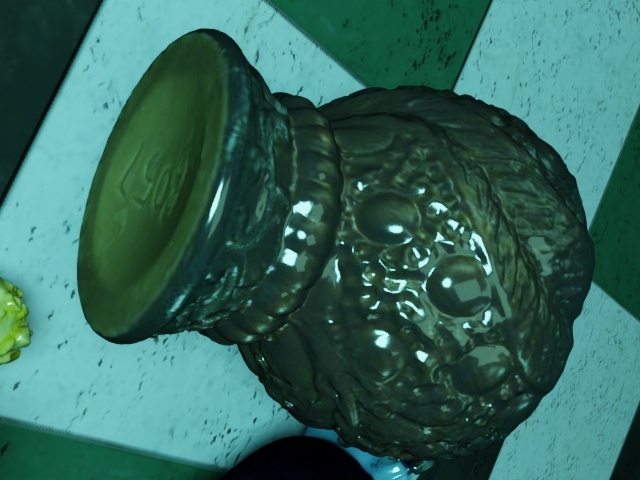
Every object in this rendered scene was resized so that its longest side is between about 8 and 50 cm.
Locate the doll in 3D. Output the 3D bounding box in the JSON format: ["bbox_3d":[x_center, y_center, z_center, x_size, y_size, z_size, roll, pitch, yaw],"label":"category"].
[{"bbox_3d":[-0.018,0.224,0.610,0.314,0.177,0.141,-33,103,-48],"label":"doll"}]

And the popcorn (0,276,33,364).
[{"bbox_3d":[-0.213,0.051,0.466,0.082,0.083,0.057,10,63,-76],"label":"popcorn"}]

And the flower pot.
[{"bbox_3d":[0.000,0.000,0.536,0.267,0.266,0.267,19,89,-35],"label":"flower pot"}]
